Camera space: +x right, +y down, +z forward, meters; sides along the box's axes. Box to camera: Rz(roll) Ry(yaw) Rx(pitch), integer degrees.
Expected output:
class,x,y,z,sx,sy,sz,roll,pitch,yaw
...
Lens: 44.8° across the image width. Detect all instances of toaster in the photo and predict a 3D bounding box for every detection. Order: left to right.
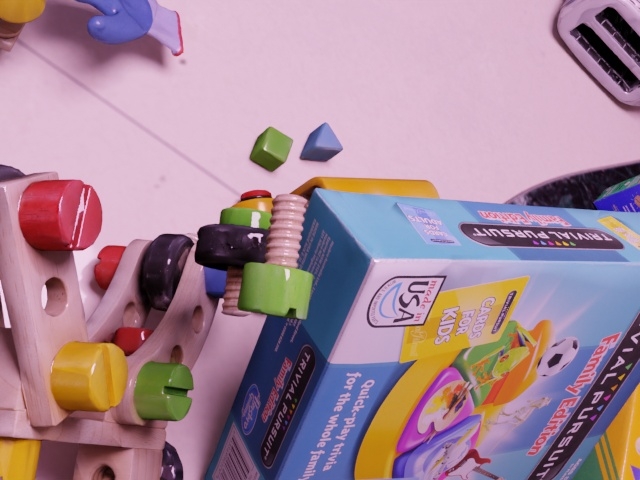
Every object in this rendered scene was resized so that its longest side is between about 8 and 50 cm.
class,x,y,z,sx,sy,sz,roll,pitch,yaw
toaster,0.388,-0.275,0.948,0.227,0.129,0.146,43,60,-14

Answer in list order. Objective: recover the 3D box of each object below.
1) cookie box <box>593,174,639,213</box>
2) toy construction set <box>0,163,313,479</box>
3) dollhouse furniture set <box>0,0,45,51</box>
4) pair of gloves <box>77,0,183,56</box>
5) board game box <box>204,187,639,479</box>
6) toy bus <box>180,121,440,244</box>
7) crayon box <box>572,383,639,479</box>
class,x,y,z,sx,sy,sz,roll,pitch,yaw
cookie box,0.378,-0.031,0.872,0.040,0.107,0.091,-35,94,-35
toy construction set,-0.181,0.089,0.458,0.309,0.257,0.237,8,82,-7
dollhouse furniture set,-0.281,-0.330,0.527,0.303,0.198,0.286,28,62,-21
pair of gloves,-0.169,-0.231,0.611,0.159,0.023,0.198,26,48,-58
board game box,0.111,0.097,0.580,0.336,0.253,0.079,1,34,-33
toy bus,0.009,-0.005,0.647,0.191,0.104,0.202,42,57,-12
crayon box,0.337,0.259,0.767,0.203,0.083,0.322,31,60,-19
